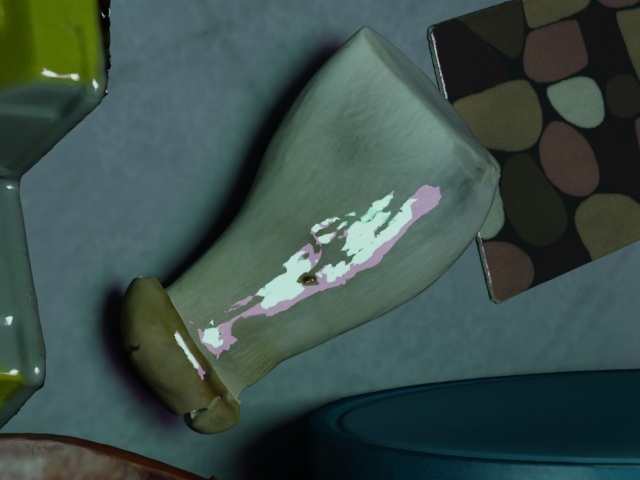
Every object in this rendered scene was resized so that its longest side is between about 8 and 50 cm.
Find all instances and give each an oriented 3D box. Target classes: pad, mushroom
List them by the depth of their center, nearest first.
[{"bbox_3d":[0.000,0.000,0.836,0.116,0.093,0.225,44,74,-11],"label":"mushroom"},{"bbox_3d":[0.165,-0.073,1.003,0.235,0.003,0.158,-21,101,-35],"label":"pad"}]

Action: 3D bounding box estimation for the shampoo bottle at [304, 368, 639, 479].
[{"bbox_3d":[0.163,0.244,0.793,0.331,0.331,0.342,-4,92,-36],"label":"shampoo bottle"}]

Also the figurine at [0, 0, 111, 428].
[{"bbox_3d":[-0.237,-0.030,0.607,0.285,0.167,0.342,6,87,-31],"label":"figurine"}]

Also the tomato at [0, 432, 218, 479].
[{"bbox_3d":[-0.108,0.227,0.678,0.338,0.144,0.338,0,91,-2],"label":"tomato"}]
